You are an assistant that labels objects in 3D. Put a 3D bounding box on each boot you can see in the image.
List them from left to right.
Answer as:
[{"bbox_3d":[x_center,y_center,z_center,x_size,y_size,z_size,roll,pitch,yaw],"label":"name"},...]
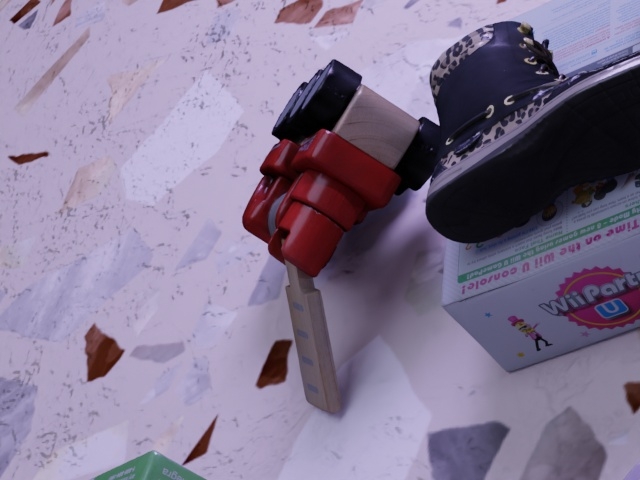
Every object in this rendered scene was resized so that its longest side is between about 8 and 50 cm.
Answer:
[{"bbox_3d":[0.175,-0.115,1.280,0.236,0.085,0.178,-30,34,23],"label":"boot"}]

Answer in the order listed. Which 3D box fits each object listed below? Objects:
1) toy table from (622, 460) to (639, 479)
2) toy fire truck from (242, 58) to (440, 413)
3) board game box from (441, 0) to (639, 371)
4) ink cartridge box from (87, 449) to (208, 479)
[{"bbox_3d":[0.263,0.212,0.855,0.252,0.274,0.161,-43,39,29],"label":"toy table"},{"bbox_3d":[0.000,0.000,1.465,0.246,0.158,0.217,-59,8,-8],"label":"toy fire truck"},{"bbox_3d":[0.219,-0.071,1.347,0.224,0.097,0.303,-22,39,31],"label":"board game box"},{"bbox_3d":[-0.169,0.322,1.267,0.211,0.121,0.289,-31,32,54],"label":"ink cartridge box"}]
